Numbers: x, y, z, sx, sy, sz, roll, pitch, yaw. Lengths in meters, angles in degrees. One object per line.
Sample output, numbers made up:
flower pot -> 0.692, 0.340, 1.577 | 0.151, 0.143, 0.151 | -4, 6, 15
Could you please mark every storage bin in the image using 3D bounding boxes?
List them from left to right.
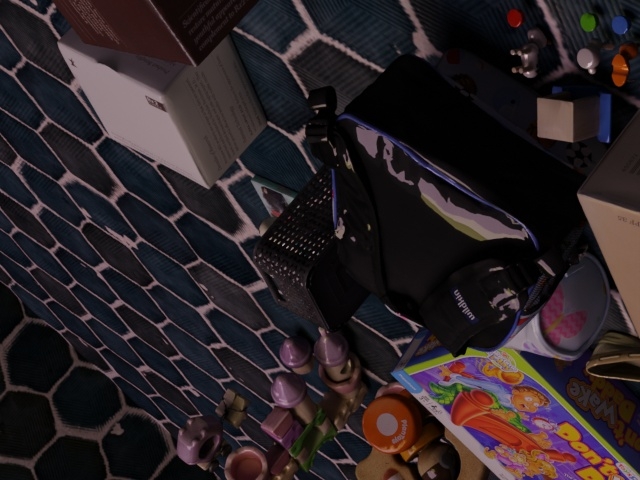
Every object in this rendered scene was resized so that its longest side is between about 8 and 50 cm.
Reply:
storage bin -> 0.022, -0.001, 1.695 | 0.084, 0.180, 0.122 | 27, 157, 35

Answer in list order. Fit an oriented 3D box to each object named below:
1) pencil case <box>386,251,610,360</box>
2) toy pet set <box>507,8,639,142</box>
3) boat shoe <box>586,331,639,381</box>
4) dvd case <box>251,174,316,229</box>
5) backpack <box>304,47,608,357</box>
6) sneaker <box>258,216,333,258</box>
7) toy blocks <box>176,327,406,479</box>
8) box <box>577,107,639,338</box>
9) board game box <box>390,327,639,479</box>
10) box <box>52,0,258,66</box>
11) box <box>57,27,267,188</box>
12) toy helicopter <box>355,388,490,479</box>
pencil case -> 0.183, 0.047, 1.612 | 0.273, 0.113, 0.124 | 14, 106, 53
toy pet set -> 0.224, -0.139, 1.246 | 0.122, 0.065, 0.114 | 15, 114, 45
boat shoe -> 0.349, 0.135, 1.590 | 0.153, 0.048, 0.056 | 14, 148, 52
dvd case -> -0.039, -0.033, 1.989 | 0.087, 0.013, 0.119 | 24, 156, 38
backpack -> 0.128, -0.029, 1.398 | 0.276, 0.213, 0.263 | 41, 149, 18
sneaker -> 0.000, 0.000, 1.929 | 0.161, 0.057, 0.075 | 30, 135, 5
toy blocks -> -0.052, 0.261, 2.246 | 0.309, 0.288, 0.260 | 32, 166, 27
box -> 0.347, 0.036, 1.269 | 0.148, 0.121, 0.311 | 19, 152, 44
board game box -> 0.282, 0.226, 1.802 | 0.347, 0.078, 0.233 | 44, 148, -12
box -> -0.167, -0.291, 1.431 | 0.203, 0.168, 0.167 | 18, 151, 47
box -> -0.185, -0.185, 1.769 | 0.181, 0.119, 0.182 | 28, 157, 32
toy helicopter -> 0.146, 0.391, 2.111 | 0.235, 0.355, 0.140 | 24, -169, 22
